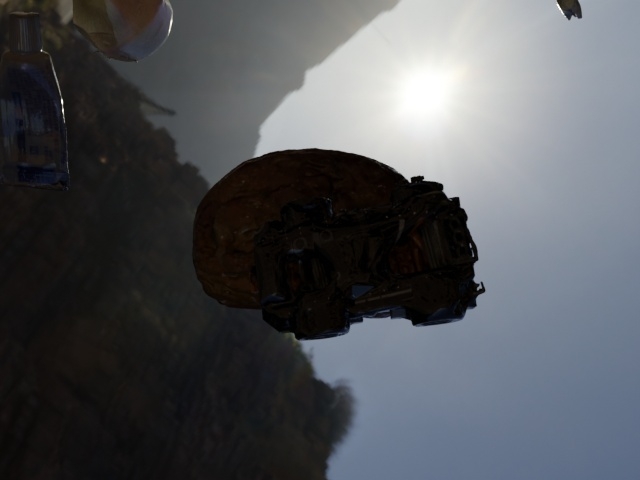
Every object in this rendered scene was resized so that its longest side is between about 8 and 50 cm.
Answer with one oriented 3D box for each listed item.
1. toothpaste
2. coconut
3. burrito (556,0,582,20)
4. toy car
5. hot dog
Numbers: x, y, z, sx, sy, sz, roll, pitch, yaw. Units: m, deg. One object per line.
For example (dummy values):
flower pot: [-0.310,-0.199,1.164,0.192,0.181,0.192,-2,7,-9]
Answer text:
toothpaste: [-0.443,-0.208,1.307,0.099,0.282,0.068,21,-148,25]
coconut: [-0.352,-0.399,1.487,0.171,0.171,0.183,-44,169,8]
burrito: [0.518,-0.570,1.817,0.064,0.064,0.203,-12,-97,58]
toy car: [0.055,0.028,1.123,0.301,0.193,0.118,-9,169,2]
hot dog: [0.000,0.000,1.300,0.174,0.387,0.267,106,-14,-63]
